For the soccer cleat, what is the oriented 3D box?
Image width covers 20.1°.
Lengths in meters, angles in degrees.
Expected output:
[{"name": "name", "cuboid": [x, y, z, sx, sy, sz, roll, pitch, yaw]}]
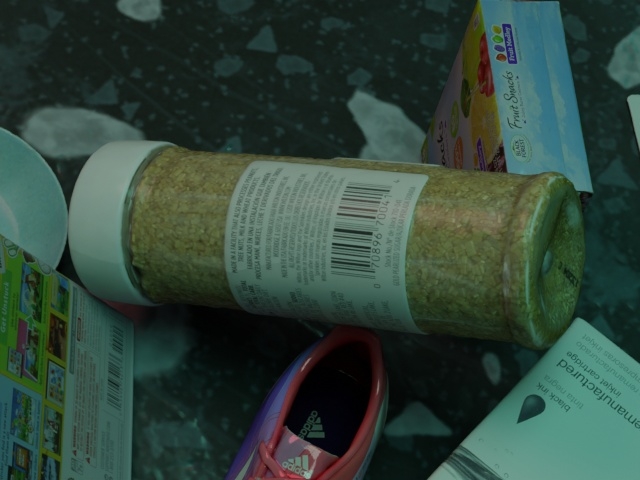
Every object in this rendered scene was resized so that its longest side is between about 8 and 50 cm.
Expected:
[{"name": "soccer cleat", "cuboid": [-0.034, 0.197, 1.246, 0.109, 0.116, 0.318, 23, 57, 4]}]

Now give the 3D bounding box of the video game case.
[{"name": "video game case", "cuboid": [-0.199, 0.116, 1.236, 0.026, 0.206, 0.227, -19, 55, 26]}]

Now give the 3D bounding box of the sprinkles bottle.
[{"name": "sprinkles bottle", "cuboid": [0.000, 0.000, 1.259, 0.355, 0.121, 0.121, 6, 53, 26]}]

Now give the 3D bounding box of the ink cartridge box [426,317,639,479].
[{"name": "ink cartridge box", "cuboid": [0.167, 0.221, 1.267, 0.198, 0.115, 0.273, 39, 60, 14]}]

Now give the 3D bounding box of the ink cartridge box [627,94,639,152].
[{"name": "ink cartridge box", "cuboid": [0.363, -0.100, 1.532, 0.181, 0.061, 0.104, -2, 59, -11]}]

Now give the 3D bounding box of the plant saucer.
[{"name": "plant saucer", "cuboid": [-0.290, -0.007, 1.373, 0.195, 0.037, 0.195, 4, 59, -7]}]

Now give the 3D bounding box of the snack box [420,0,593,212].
[{"name": "snack box", "cuboid": [0.136, -0.053, 1.376, 0.070, 0.207, 0.174, 1, 58, -10]}]
